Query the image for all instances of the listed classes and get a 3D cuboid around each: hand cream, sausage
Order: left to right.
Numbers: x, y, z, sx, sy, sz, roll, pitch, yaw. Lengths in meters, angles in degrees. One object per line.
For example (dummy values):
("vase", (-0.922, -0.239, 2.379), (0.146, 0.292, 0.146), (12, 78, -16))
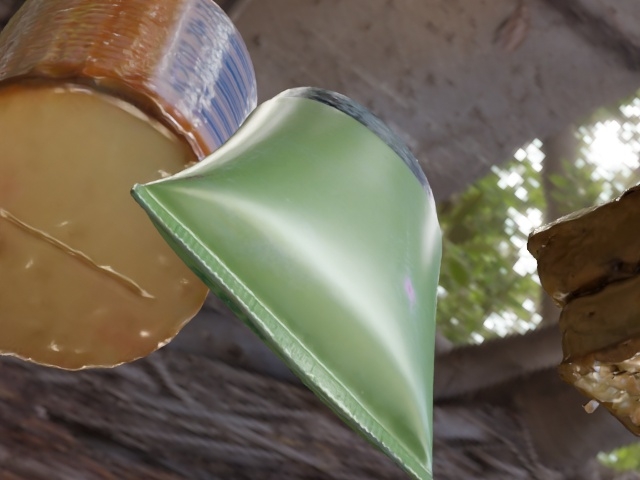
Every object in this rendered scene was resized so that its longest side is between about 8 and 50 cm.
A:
("sausage", (-0.168, -0.068, 1.237), (0.233, 0.233, 0.287), (-40, -161, 18))
("hand cream", (0.000, 0.000, 0.435), (0.046, 0.095, 0.175), (-41, -172, 17))

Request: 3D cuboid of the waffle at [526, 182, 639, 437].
("waffle", (0.267, 0.053, 0.785), (0.213, 0.308, 0.091), (-26, -128, 25))
